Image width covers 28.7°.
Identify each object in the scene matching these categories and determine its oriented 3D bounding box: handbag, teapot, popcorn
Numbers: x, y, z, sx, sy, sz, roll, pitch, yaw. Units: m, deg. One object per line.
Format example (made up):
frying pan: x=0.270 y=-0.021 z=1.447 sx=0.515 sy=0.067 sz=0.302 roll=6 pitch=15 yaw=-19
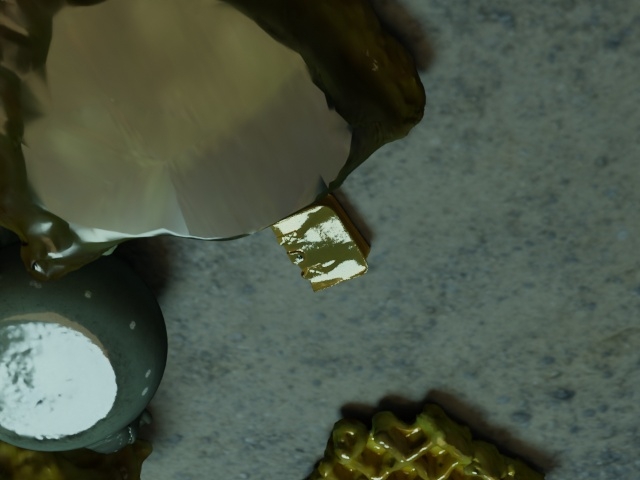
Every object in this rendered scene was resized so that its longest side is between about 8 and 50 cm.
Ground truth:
handbag: x=0.000 y=0.000 z=1.062 sx=0.061 sy=0.027 sz=0.083 roll=-22 pitch=125 yaw=22
teapot: x=-0.228 y=0.084 z=1.075 sx=0.193 sy=0.129 sz=0.294 roll=-23 pitch=116 yaw=12
popcorn: x=-0.267 y=0.242 z=1.190 sx=0.254 sy=0.191 sz=0.190 roll=-11 pitch=116 yaw=24

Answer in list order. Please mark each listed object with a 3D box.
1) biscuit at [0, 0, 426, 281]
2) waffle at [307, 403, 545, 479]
biscuit: x=-0.110 y=-0.086 z=0.921 sx=0.329 sy=0.078 sz=0.335 roll=25 pitch=115 yaw=-18
waffle: x=0.076 y=0.255 z=1.264 sx=0.219 sy=0.057 sz=0.229 roll=36 pitch=125 yaw=-25
